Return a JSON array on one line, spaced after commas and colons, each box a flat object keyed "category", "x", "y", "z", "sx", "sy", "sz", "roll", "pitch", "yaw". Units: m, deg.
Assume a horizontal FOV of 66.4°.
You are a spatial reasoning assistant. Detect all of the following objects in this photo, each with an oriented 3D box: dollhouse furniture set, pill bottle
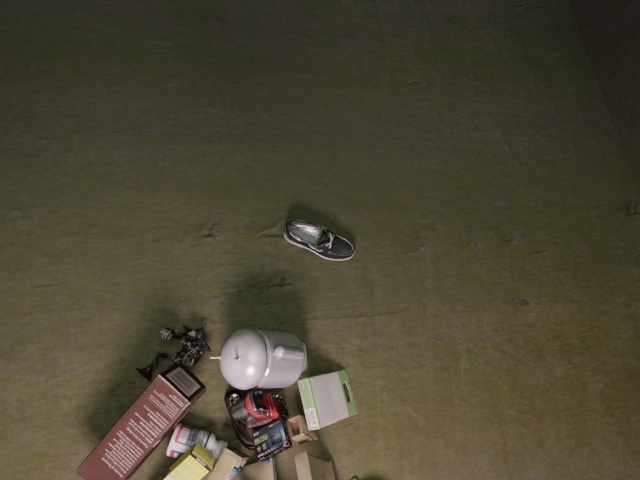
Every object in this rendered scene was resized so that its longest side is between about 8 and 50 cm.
[{"category": "dollhouse furniture set", "x": -0.132, "y": 0.799, "z": 1.660, "sx": 0.304, "sy": 0.198, "sz": 0.286, "roll": -25, "pitch": 50, "yaw": 12}, {"category": "dollhouse furniture set", "x": -0.246, "y": 0.766, "z": 1.555, "sx": 0.184, "sy": 0.129, "sz": 0.129, "roll": 25, "pitch": 72, "yaw": 14}, {"category": "pill bottle", "x": -0.407, "y": 0.685, "z": 1.622, "sx": 0.180, "sy": 0.108, "sz": 0.107, "roll": 20, "pitch": 68, "yaw": -4}]

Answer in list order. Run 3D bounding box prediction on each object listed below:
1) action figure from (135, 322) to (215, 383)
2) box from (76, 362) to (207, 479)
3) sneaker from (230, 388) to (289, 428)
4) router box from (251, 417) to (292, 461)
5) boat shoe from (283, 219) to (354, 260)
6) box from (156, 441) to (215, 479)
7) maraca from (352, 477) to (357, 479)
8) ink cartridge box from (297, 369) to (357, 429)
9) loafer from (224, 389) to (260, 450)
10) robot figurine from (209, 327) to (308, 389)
[{"category": "action figure", "x": -0.492, "y": 0.386, "z": 1.698, "sx": 0.164, "sy": 0.141, "sz": 0.275, "roll": 38, "pitch": 69, "yaw": 16}, {"category": "box", "x": -0.547, "y": 0.582, "z": 1.523, "sx": 0.143, "sy": 0.191, "sz": 0.381, "roll": 42, "pitch": 90, "yaw": 4}, {"category": "sneaker", "x": -0.206, "y": 0.574, "z": 1.646, "sx": 0.135, "sy": 0.276, "sz": 0.097, "roll": -29, "pitch": 59, "yaw": 10}, {"category": "router box", "x": -0.161, "y": 0.658, "z": 1.613, "sx": 0.123, "sy": 0.038, "sz": 0.092, "roll": -30, "pitch": 49, "yaw": 8}, {"category": "boat shoe", "x": 0.000, "y": 0.000, "z": 1.956, "sx": 0.303, "sy": 0.091, "sz": 0.114, "roll": 14, "pitch": 69, "yaw": -6}, {"category": "box", "x": -0.446, "y": 0.754, "z": 1.552, "sx": 0.087, "sy": 0.058, "sz": 0.232, "roll": 43, "pitch": 98, "yaw": -8}, {"category": "maraca", "x": 0.151, "y": 0.894, "z": 1.665, "sx": 0.186, "sy": 0.099, "sz": 0.127, "roll": 21, "pitch": 55, "yaw": 23}, {"category": "ink cartridge box", "x": 0.028, "y": 0.562, "z": 1.744, "sx": 0.235, "sy": 0.056, "sz": 0.171, "roll": 8, "pitch": 62, "yaw": -54}, {"category": "loafer", "x": -0.271, "y": 0.621, "z": 1.686, "sx": 0.080, "sy": 0.078, "sz": 0.220, "roll": -29, "pitch": 78, "yaw": -19}, {"category": "robot figurine", "x": -0.197, "y": 0.402, "z": 1.666, "sx": 0.354, "sy": 0.300, "sz": 0.199, "roll": 16, "pitch": 58, "yaw": -48}]
